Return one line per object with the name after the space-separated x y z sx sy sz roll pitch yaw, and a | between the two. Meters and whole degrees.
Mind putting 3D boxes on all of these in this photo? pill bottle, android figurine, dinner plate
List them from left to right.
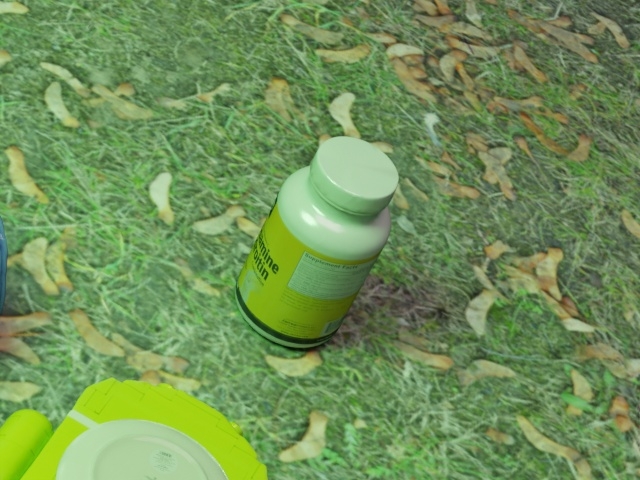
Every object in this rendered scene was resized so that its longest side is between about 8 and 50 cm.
-0.145 0.210 1.510 0.248 0.056 0.273 28 41 2 | android figurine
-0.130 0.189 1.487 0.141 0.017 0.141 15 43 -14 | dinner plate
0.000 0.000 1.705 0.103 0.184 0.103 15 42 -14 | pill bottle

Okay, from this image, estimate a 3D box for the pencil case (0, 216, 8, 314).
-0.401 0.023 1.525 0.306 0.133 0.119 -2 93 -29 | pencil case
